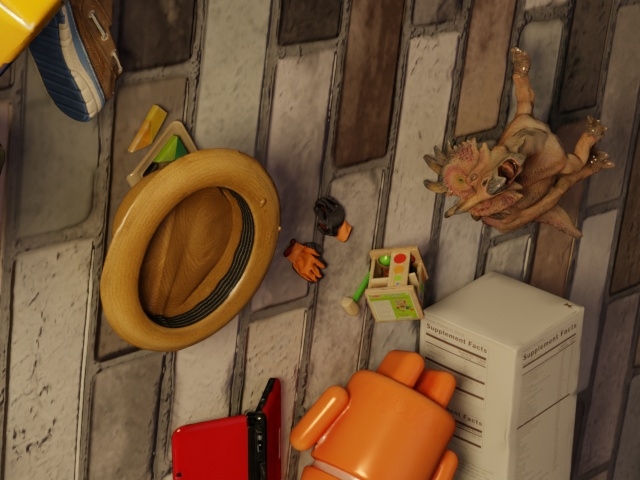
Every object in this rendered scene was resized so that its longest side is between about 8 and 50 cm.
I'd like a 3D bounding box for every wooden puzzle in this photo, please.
[{"bbox_3d":[-0.134,-0.060,1.537,0.078,0.014,0.116,-56,142,-16],"label":"wooden puzzle"}]

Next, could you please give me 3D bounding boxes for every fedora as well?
[{"bbox_3d":[-0.125,0.000,1.510,0.194,0.079,0.194,-21,127,-30],"label":"fedora"}]

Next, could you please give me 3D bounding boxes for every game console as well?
[{"bbox_3d":[-0.091,0.220,1.733,0.124,0.085,0.144,-67,161,-62],"label":"game console"}]

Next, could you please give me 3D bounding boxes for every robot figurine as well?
[{"bbox_3d":[0.058,0.223,1.829,0.219,0.128,0.158,-62,146,-10],"label":"robot figurine"}]

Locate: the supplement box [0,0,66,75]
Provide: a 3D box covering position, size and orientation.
[{"bbox_3d":[-0.174,-0.302,1.156,0.195,0.194,0.356,41,70,-10],"label":"supplement box"}]

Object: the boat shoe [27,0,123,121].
[{"bbox_3d":[-0.200,-0.179,1.361,0.066,0.066,0.183,-51,150,-30],"label":"boat shoe"}]

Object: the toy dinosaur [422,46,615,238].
[{"bbox_3d":[0.205,-0.063,1.883,0.200,0.127,0.296,-48,152,-14],"label":"toy dinosaur"}]

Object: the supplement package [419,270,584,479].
[{"bbox_3d":[0.201,0.182,1.979,0.139,0.134,0.244,-26,127,-42],"label":"supplement package"}]

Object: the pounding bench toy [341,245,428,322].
[{"bbox_3d":[0.065,0.044,1.814,0.052,0.083,0.065,66,24,-47],"label":"pounding bench toy"}]

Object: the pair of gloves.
[{"bbox_3d":[0.000,0.000,1.739,0.083,0.010,0.074,-60,143,-13],"label":"pair of gloves"}]

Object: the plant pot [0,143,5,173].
[{"bbox_3d":[-0.327,-0.037,1.179,0.188,0.167,0.187,14,95,-52],"label":"plant pot"}]
